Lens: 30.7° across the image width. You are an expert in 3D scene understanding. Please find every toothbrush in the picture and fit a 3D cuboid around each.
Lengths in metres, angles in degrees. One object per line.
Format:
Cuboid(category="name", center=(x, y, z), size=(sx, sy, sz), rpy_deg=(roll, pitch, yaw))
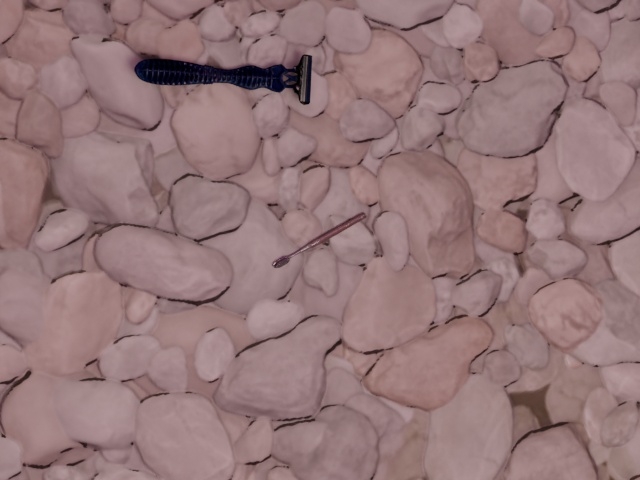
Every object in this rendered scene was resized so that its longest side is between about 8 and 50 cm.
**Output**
Cuboid(category="toothbrush", center=(0.000, 0.000, 1.039), size=(0.097, 0.008, 0.006), rpy_deg=(-30, 109, -13))

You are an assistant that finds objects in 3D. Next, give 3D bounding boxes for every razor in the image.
Cuboid(category="razor", center=(-0.085, -0.142, 1.014), size=(0.155, 0.028, 0.044), rpy_deg=(1, 93, -14))
